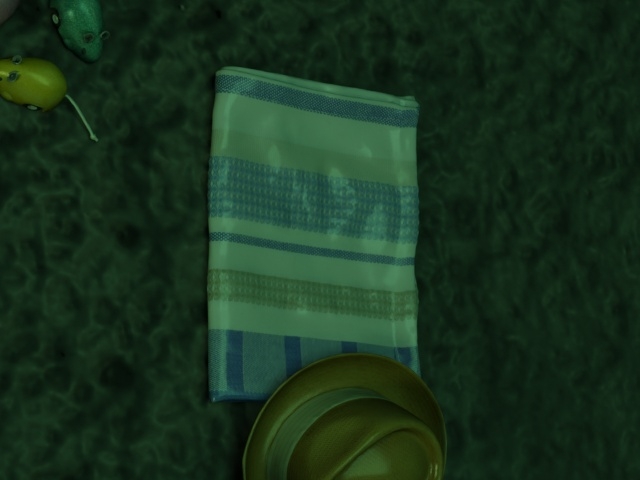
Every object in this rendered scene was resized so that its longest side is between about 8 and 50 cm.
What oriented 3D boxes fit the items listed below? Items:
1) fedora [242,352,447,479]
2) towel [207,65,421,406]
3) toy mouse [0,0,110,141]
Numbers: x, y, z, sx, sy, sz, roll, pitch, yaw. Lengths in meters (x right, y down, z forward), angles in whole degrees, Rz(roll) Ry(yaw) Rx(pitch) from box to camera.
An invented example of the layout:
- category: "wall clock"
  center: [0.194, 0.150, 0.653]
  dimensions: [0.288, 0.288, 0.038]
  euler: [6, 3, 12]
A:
- category: "fedora"
  center: [0.035, 0.183, 1.175]
  dimensions: [0.194, 0.079, 0.194]
  euler: [-2, 95, -29]
- category: "towel"
  center: [0.000, 0.000, 1.235]
  dimensions: [0.209, 0.034, 0.285]
  euler: [8, 76, -31]
- category: "toy mouse"
  center: [-0.216, -0.175, 1.126]
  dimensions: [0.161, 0.031, 0.143]
  euler: [25, 68, -27]
